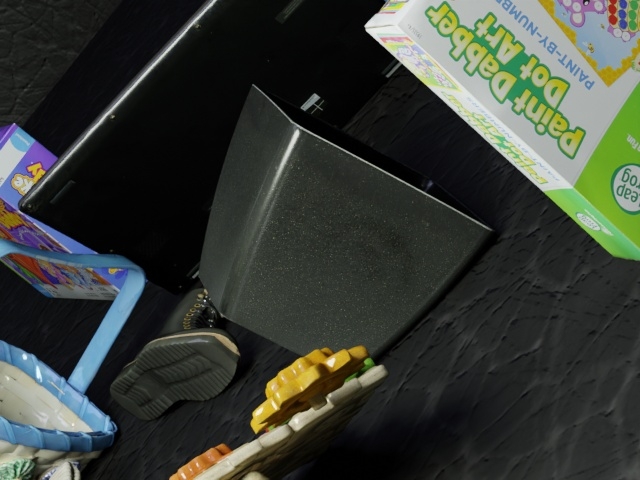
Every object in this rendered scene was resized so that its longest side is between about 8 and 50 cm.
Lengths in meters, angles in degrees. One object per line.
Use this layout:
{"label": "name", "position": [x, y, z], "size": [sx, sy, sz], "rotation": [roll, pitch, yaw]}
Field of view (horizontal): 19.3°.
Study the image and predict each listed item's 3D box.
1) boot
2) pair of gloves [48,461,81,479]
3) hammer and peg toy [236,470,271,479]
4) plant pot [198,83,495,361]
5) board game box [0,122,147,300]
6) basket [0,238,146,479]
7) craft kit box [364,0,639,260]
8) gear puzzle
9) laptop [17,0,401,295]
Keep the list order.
{"label": "boot", "position": [-0.116, 0.084, 1.794], "size": [0.198, 0.077, 0.137], "rotation": [-23, 28, 52]}
{"label": "pair of gloves", "position": [-0.293, 0.308, 1.626], "size": [0.204, 0.042, 0.240], "rotation": [-43, 19, 22]}
{"label": "hammer and peg toy", "position": [-0.091, 0.333, 1.167], "size": [0.266, 0.127, 0.361], "rotation": [-40, 21, 28]}
{"label": "plant pot", "position": [0.000, 0.000, 1.537], "size": [0.167, 0.187, 0.188], "rotation": [-60, 18, 8]}
{"label": "board game box", "position": [-0.347, -0.028, 2.273], "size": [0.078, 0.233, 0.347], "rotation": [-55, 19, -15]}
{"label": "basket", "position": [-0.303, 0.136, 1.840], "size": [0.201, 0.254, 0.289], "rotation": [30, 100, 30]}
{"label": "craft kit box", "position": [0.194, -0.157, 1.262], "size": [0.247, 0.250, 0.061], "rotation": [-53, 20, -9]}
{"label": "gear puzzle", "position": [-0.044, 0.133, 1.299], "size": [0.175, 0.044, 0.339], "rotation": [-30, -11, -19]}
{"label": "laptop", "position": [-0.107, -0.163, 1.994], "size": [0.382, 0.408, 0.236], "rotation": [-46, 52, 9]}
